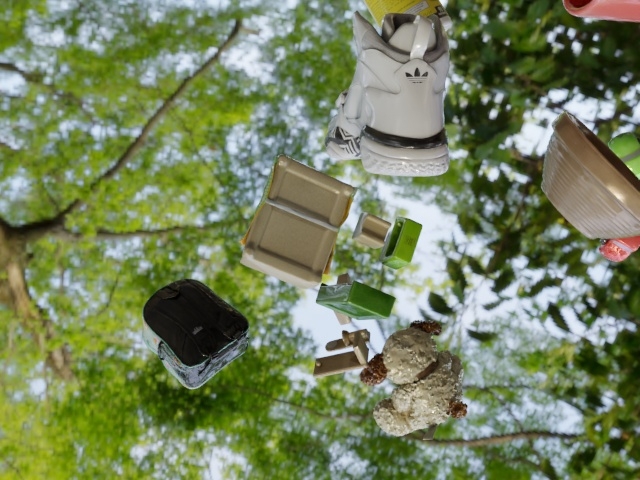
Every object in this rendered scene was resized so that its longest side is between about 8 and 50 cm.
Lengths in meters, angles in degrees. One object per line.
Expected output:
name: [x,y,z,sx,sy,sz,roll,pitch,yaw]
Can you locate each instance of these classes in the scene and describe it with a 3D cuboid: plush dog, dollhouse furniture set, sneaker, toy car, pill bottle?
plush dog: [0.224,0.308,2.041,0.262,0.225,0.210,-38,-169,-17]
dollhouse furniture set: [0.000,0.000,1.584,0.301,0.198,0.151,24,169,-18]
sneaker: [0.094,-0.212,1.255,0.137,0.210,0.366,0,-168,-12]
toy car: [0.602,-0.094,1.647,0.239,0.225,0.053,-27,-168,9]
pill bottle: [0.136,-0.446,1.590,0.119,0.119,0.209,-31,-90,-49]
dollhouse furniture set: [0.023,0.183,1.910,0.123,0.151,0.144,-15,-148,18]

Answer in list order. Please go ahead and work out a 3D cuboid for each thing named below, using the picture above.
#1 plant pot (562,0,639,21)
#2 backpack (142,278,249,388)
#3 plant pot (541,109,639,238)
plant pot: [0.464,-0.383,1.089,0.243,0.275,0.275,13,-149,-6]
backpack: [-0.245,0.173,1.679,0.188,0.144,0.166,42,-122,18]
plant pot: [0.421,-0.081,1.370,0.237,0.110,0.237,39,-158,-19]
